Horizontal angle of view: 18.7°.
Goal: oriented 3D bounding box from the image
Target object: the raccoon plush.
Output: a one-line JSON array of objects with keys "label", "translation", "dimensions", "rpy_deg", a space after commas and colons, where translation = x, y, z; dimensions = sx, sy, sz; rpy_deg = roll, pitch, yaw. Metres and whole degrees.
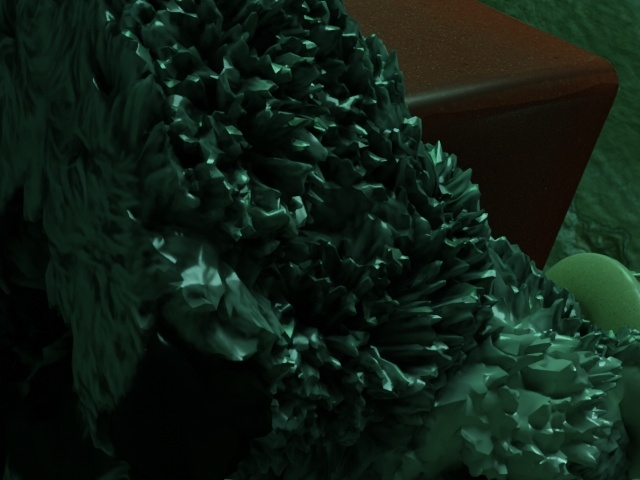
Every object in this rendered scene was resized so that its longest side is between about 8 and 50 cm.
[{"label": "raccoon plush", "translation": [0.018, -0.056, 0.745], "dimensions": [0.299, 0.446, 0.216], "rpy_deg": [4, 4, -38]}]

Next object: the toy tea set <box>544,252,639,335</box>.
[{"label": "toy tea set", "translation": [0.184, 0.115, 0.933], "dimensions": [0.124, 0.200, 0.336], "rpy_deg": [10, 9, -37]}]

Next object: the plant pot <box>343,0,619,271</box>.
[{"label": "plant pot", "translation": [-0.016, -0.035, 1.202], "dimensions": [0.267, 0.267, 0.236], "rpy_deg": [28, 18, 24]}]
